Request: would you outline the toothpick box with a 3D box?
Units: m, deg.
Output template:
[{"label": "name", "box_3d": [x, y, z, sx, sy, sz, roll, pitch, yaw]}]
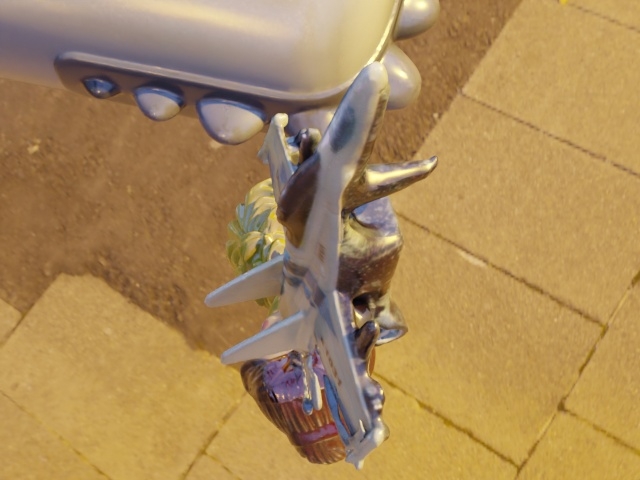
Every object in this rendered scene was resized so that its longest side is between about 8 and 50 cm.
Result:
[{"label": "toothpick box", "box_3d": [-0.077, -0.176, 0.623, 0.316, 0.229, 0.229, 13, 68, 2]}]

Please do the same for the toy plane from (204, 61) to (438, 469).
[{"label": "toy plane", "box_3d": [0.010, -0.001, 0.437, 0.088, 0.262, 0.192, -6, 65, -23]}]

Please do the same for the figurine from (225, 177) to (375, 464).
[{"label": "figurine", "box_3d": [-0.012, 0.061, 0.893, 0.187, 0.168, 0.315, 5, 26, -2]}]
